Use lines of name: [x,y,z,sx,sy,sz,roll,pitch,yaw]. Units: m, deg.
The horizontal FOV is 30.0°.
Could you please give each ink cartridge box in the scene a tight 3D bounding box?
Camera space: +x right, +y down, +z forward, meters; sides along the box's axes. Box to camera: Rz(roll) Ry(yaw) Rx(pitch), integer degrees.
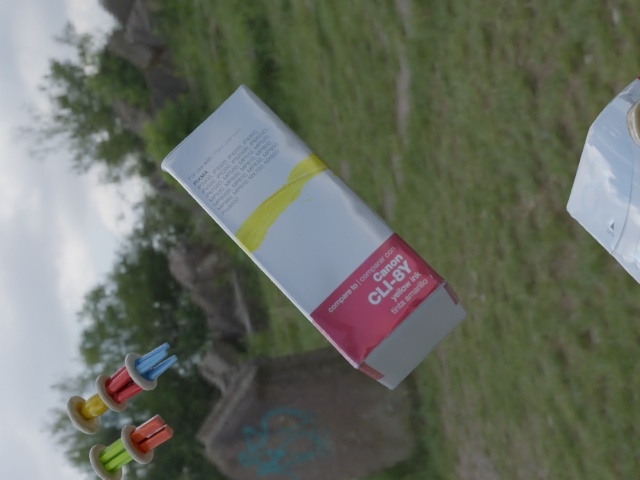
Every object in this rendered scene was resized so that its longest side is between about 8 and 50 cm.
ink cartridge box: [0.000,0.000,1.610,0.384,0.160,0.279,45,-179,17]
ink cartridge box: [0.487,-0.150,1.684,0.308,0.091,0.385,-115,31,-62]

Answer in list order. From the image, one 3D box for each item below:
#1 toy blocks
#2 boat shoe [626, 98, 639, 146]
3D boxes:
toy blocks: [-0.219,0.202,1.427,0.123,0.148,0.054,60,-162,18]
boat shoe: [0.283,-0.093,0.842,0.059,0.170,0.063,-178,76,-70]
